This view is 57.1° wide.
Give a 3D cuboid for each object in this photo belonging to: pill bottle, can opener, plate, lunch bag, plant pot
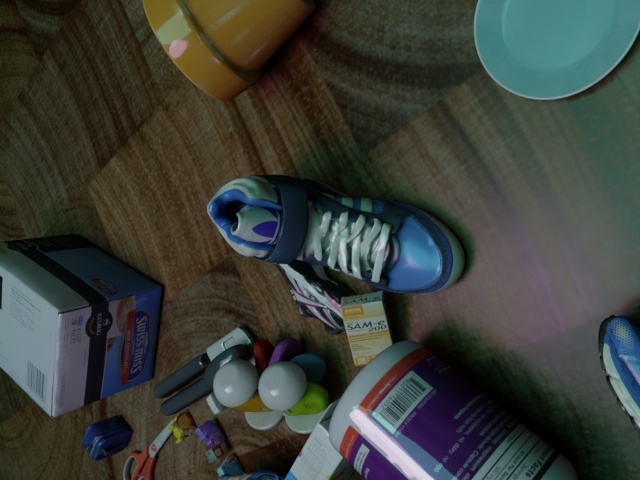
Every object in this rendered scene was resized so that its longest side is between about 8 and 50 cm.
[{"bbox_3d":[0.176,0.283,0.722,0.323,0.181,0.181,38,118,27],"label":"pill bottle"},{"bbox_3d":[-0.227,0.250,1.084,0.283,0.095,0.076,-36,74,29],"label":"can opener"},{"bbox_3d":[0.267,-0.255,0.669,0.188,0.024,0.188,6,100,36],"label":"plate"},{"bbox_3d":[-0.474,0.442,1.307,0.065,0.098,0.067,35,111,26],"label":"lunch bag"},{"bbox_3d":[-0.118,-0.342,0.862,0.188,0.205,0.205,-27,79,22],"label":"plant pot"}]

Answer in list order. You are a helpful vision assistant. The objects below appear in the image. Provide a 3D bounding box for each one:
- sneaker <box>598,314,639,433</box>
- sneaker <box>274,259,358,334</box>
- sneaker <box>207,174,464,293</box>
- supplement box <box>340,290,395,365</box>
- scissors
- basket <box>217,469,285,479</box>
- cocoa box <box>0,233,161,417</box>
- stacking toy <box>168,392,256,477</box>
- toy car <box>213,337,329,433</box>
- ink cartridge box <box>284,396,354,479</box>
[{"bbox_3d":[0.422,0.184,0.571,0.330,0.130,0.147,44,106,21],"label":"sneaker"},{"bbox_3d":[-0.021,0.080,0.916,0.178,0.072,0.077,43,122,26],"label":"sneaker"},{"bbox_3d":[0.000,-0.001,0.780,0.322,0.236,0.130,26,112,33],"label":"sneaker"},{"bbox_3d":[0.069,0.126,0.842,0.062,0.036,0.098,-12,110,12],"label":"supplement box"},{"bbox_3d":[-0.372,0.452,1.277,0.109,0.021,0.297,38,119,30],"label":"scissors"},{"bbox_3d":[-0.077,0.483,0.906,0.289,0.201,0.255,-4,126,55],"label":"basket"},{"bbox_3d":[-0.532,0.154,1.224,0.347,0.228,0.231,23,111,33],"label":"cocoa box"},{"bbox_3d":[-0.186,0.402,1.110,0.167,0.052,0.221,-41,74,36],"label":"stacking toy"},{"bbox_3d":[-0.068,0.222,0.941,0.182,0.159,0.136,-4,53,24],"label":"toy car"},{"bbox_3d":[0.026,0.313,0.891,0.061,0.104,0.181,40,119,26],"label":"ink cartridge box"}]
